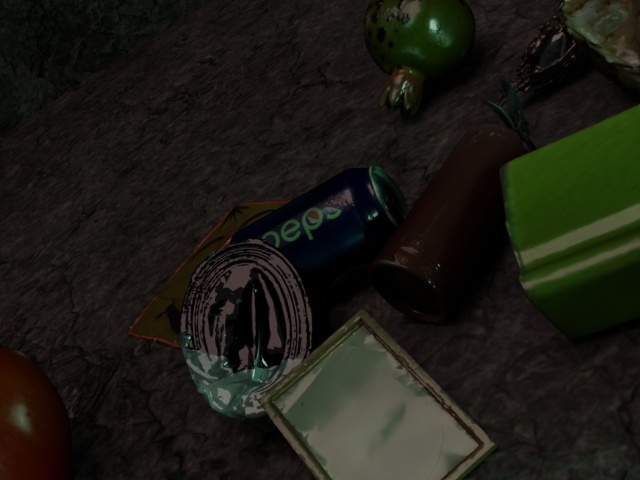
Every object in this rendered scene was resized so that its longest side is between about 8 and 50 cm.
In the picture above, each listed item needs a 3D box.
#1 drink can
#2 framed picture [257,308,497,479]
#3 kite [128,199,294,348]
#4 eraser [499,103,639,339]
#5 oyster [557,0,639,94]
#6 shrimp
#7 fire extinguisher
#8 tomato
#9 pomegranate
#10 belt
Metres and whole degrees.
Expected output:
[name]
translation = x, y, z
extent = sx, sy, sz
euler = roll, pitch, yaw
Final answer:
[drink can]
translation = 0.000, 0.000, 1.063
extent = 0.205, 0.118, 0.118
euler = -30, 29, 19
[framed picture]
translation = 0.043, 0.161, 0.818
extent = 0.136, 0.010, 0.201
euler = -41, 45, -4
[kite]
translation = -0.120, 0.028, 1.280
extent = 0.378, 0.013, 0.327
euler = -32, 27, 14
[eraser]
translation = 0.302, -0.040, 0.794
extent = 0.274, 0.092, 0.210
euler = -25, 31, 22
[oyster]
translation = 0.367, -0.222, 0.974
extent = 0.166, 0.094, 0.294
euler = -37, 31, 5
[shrimp]
translation = 0.287, -0.233, 1.119
extent = 0.233, 0.079, 0.090
euler = -45, 23, -3
[fire extinguisher]
translation = 0.155, -0.047, 0.961
extent = 0.105, 0.104, 0.269
euler = 2, 47, 51
[tomato]
translation = -0.408, 0.258, 1.047
extent = 0.299, 0.226, 0.298
euler = -32, 21, 14
[pomegranate]
translation = 0.132, -0.274, 1.298
extent = 0.159, 0.159, 0.205
euler = 1, 72, 51
[belt]
translation = -0.069, 0.099, 0.955
extent = 0.151, 0.078, 0.198
euler = -18, 64, 12
